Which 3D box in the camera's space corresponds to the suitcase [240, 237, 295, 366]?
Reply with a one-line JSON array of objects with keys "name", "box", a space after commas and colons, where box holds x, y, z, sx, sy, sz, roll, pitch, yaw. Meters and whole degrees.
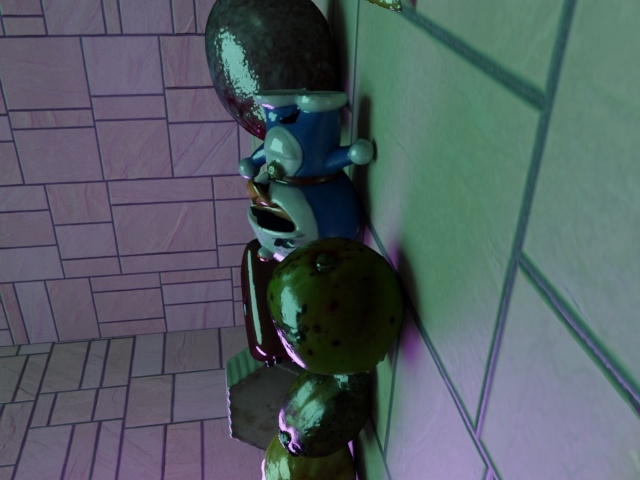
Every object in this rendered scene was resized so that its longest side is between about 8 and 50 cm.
[{"name": "suitcase", "box": [-0.064, 0.115, 1.187, 0.297, 0.161, 0.236, 120, 143, -74]}]

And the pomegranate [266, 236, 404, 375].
[{"name": "pomegranate", "box": [0.023, 0.086, 0.717, 0.205, 0.159, 0.159, 60, -167, -45]}]

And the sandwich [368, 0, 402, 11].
[{"name": "sandwich", "box": [0.033, -0.341, 0.641, 0.094, 0.096, 0.258, 90, 174, -55]}]

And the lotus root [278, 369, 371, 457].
[{"name": "lotus root", "box": [0.010, 0.241, 0.907, 0.209, 0.120, 0.120, -54, 31, 31]}]

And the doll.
[{"name": "doll", "box": [-0.024, -0.082, 0.849, 0.215, 0.161, 0.257, 15, 122, 37]}]

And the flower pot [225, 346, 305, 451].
[{"name": "flower pot", "box": [-0.119, 0.367, 1.490, 0.189, 0.209, 0.239, -149, 57, -78]}]

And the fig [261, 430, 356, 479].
[{"name": "fig", "box": [-0.017, 0.328, 1.053, 0.159, 0.159, 0.257, 99, 171, -54]}]

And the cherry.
[{"name": "cherry", "box": [-0.075, -0.273, 0.977, 0.230, 0.202, 0.300, 113, 144, -56]}]
